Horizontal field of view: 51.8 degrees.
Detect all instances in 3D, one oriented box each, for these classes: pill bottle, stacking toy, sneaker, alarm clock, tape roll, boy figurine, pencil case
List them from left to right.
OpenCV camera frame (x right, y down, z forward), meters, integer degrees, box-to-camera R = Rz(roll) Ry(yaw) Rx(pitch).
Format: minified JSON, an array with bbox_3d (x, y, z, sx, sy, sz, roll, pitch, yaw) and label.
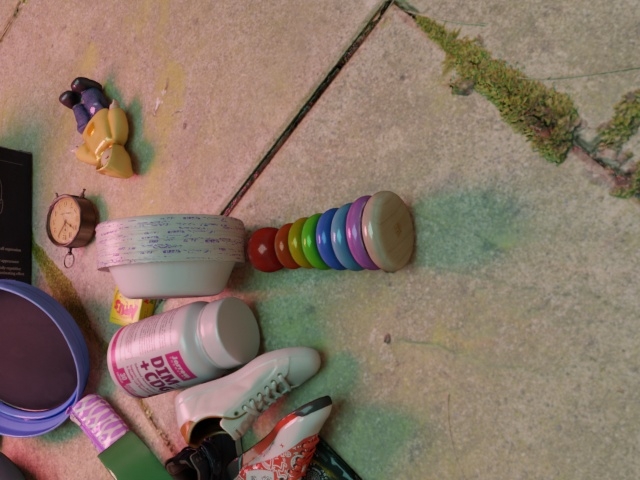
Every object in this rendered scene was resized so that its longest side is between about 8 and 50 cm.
[{"bbox_3d":[-0.607,-0.026,1.607,0.129,0.064,0.191,-3,80,30],"label":"alarm clock"},{"bbox_3d":[-0.532,-0.250,1.576,0.177,0.092,0.285,-38,64,19],"label":"boy figurine"},{"bbox_3d":[-0.475,0.429,1.462,0.206,0.088,0.086,36,104,28],"label":"pencil case"},{"bbox_3d":[-0.290,0.504,1.230,0.077,0.321,0.321,-36,59,-25],"label":"tape roll"},{"bbox_3d":[-0.274,0.213,1.326,0.283,0.160,0.160,-20,74,27],"label":"pill bottle"},{"bbox_3d":[-0.230,0.376,1.282,0.086,0.163,0.226,-23,72,28],"label":"sneaker"},{"bbox_3d":[-0.123,0.299,1.216,0.290,0.106,0.123,-25,45,3],"label":"sneaker"},{"bbox_3d":[-0.045,0.402,1.181,0.270,0.090,0.145,-44,66,22],"label":"sneaker"},{"bbox_3d":[0.000,0.000,1.222,0.330,0.141,0.141,-8,80,36],"label":"stacking toy"}]

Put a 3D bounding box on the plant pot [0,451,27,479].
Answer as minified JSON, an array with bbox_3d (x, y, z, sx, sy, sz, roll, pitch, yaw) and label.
[{"bbox_3d":[-0.833,0.620,1.545,0.235,0.293,0.293,36,103,44],"label":"plant pot"}]

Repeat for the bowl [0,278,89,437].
[{"bbox_3d":[-0.721,0.271,1.538,0.392,0.077,0.390,4,108,11],"label":"bowl"}]

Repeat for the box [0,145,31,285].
[{"bbox_3d":[-0.918,-0.046,1.659,0.212,0.294,0.395,-8,80,29],"label":"box"}]

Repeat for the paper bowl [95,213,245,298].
[{"bbox_3d":[-0.288,0.038,1.283,0.284,0.284,0.148,-6,83,30],"label":"paper bowl"}]

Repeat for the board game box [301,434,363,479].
[{"bbox_3d":[0.010,0.457,1.209,0.186,0.026,0.126,40,105,27],"label":"board game box"}]

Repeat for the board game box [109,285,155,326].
[{"bbox_3d":[-0.415,0.105,1.490,0.092,0.043,0.181,11,89,31],"label":"board game box"}]
